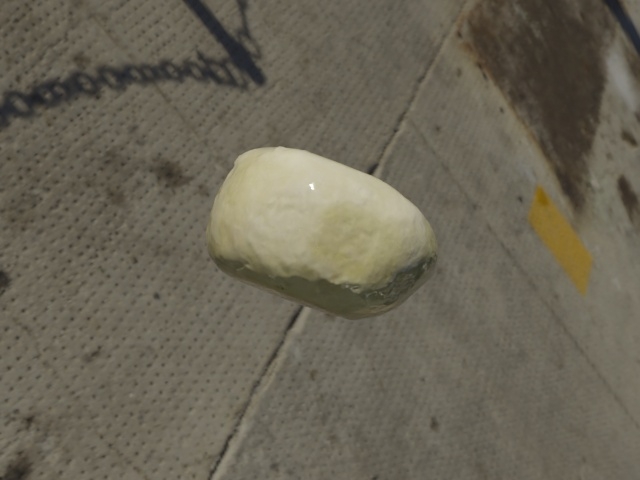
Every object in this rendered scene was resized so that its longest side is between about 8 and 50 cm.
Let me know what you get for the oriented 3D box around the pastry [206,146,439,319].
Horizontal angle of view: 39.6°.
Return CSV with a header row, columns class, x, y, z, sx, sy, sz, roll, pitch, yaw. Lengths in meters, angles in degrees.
class,x,y,z,sx,sy,sz,roll,pitch,yaw
pastry,0.000,0.000,0.586,0.156,0.156,0.092,23,87,-41
